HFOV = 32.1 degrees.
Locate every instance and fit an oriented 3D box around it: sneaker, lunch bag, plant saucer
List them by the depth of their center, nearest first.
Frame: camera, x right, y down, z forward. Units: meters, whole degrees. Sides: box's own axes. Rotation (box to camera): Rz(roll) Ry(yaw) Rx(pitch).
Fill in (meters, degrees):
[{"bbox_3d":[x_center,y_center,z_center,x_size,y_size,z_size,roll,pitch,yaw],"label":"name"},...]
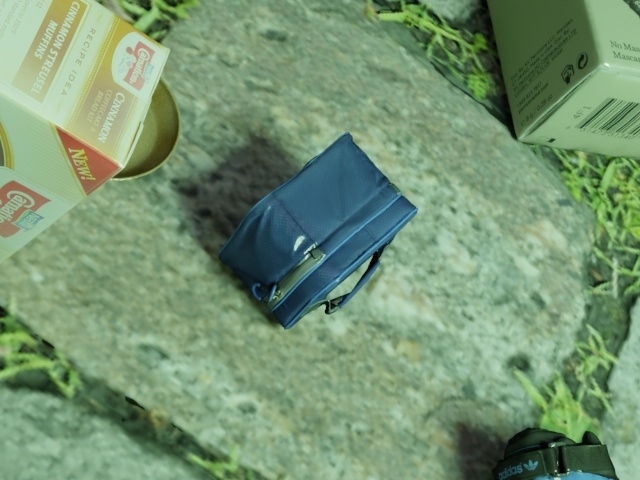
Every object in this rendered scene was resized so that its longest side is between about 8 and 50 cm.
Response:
[{"bbox_3d":[0.098,0.140,0.553,0.152,0.058,0.084,-10,74,-36],"label":"sneaker"},{"bbox_3d":[0.000,0.000,0.576,0.065,0.067,0.098,46,54,3],"label":"lunch bag"},{"bbox_3d":[-0.115,-0.065,0.585,0.083,0.015,0.083,12,58,-21],"label":"plant saucer"}]

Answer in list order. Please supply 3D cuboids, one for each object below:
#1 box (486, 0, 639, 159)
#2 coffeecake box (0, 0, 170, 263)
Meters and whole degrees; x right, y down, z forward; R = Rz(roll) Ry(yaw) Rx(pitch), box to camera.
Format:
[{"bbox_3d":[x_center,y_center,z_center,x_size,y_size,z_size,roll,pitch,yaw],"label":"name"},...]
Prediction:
[{"bbox_3d":[0.177,-0.198,0.761,0.113,0.094,0.275,5,62,-25],"label":"box"},{"bbox_3d":[-0.180,-0.075,0.455,0.185,0.142,0.068,32,54,-25],"label":"coffeecake box"}]
